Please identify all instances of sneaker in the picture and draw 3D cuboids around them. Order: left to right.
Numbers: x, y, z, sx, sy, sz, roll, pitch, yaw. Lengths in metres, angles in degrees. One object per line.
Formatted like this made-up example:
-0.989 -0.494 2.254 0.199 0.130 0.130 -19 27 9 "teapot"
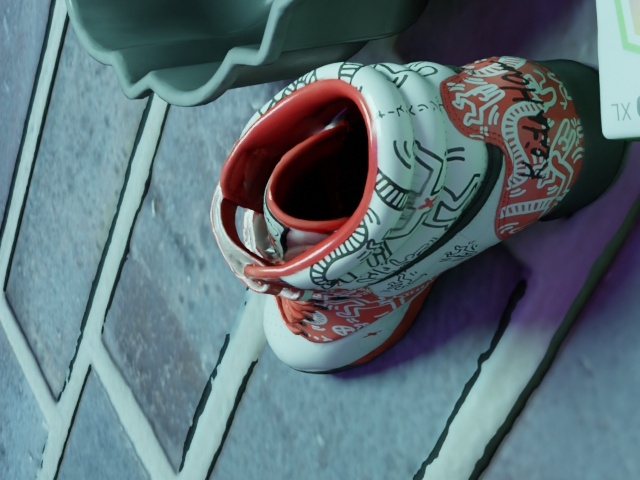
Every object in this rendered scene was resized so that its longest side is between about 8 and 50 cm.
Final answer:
0.000 -0.001 0.527 0.270 0.145 0.090 -38 64 49 "sneaker"

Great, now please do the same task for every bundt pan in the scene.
-0.025 -0.230 0.553 0.331 0.124 0.331 10 102 52 "bundt pan"

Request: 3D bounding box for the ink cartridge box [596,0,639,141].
0.153 -0.086 0.376 0.109 0.062 0.209 1 96 53 "ink cartridge box"
